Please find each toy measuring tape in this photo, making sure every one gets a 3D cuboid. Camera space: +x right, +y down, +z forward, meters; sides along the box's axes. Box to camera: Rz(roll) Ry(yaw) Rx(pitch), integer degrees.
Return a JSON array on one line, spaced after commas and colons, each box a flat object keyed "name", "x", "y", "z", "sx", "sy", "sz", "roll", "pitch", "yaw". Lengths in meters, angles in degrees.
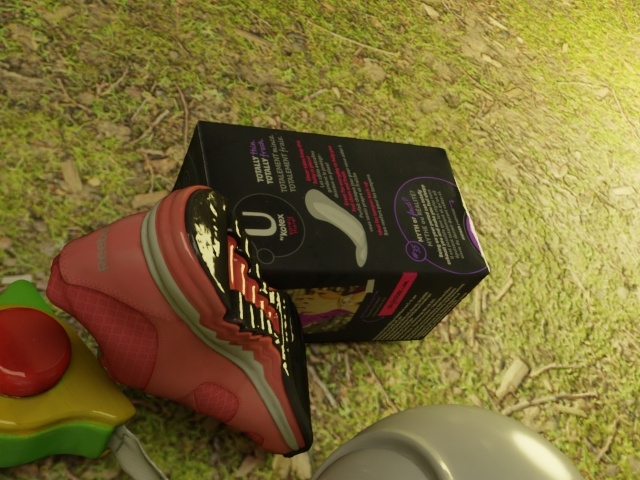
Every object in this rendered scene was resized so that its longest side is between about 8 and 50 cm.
[{"name": "toy measuring tape", "x": -0.192, "y": 0.151, "z": 0.540, "sx": 0.121, "sy": 0.121, "sz": 0.330, "roll": -30, "pitch": 70, "yaw": -39}]

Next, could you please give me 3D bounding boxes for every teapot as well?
[{"name": "teapot", "x": 0.069, "y": 0.222, "z": 0.529, "sx": 0.187, "sy": 0.256, "sz": 0.252, "roll": 31, "pitch": 6, "yaw": -36}]

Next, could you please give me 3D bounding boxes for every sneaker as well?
[{"name": "sneaker", "x": -0.095, "y": 0.079, "z": 0.585, "sx": 0.136, "sy": 0.314, "sz": 0.116, "roll": -13, "pitch": 49, "yaw": 9}]

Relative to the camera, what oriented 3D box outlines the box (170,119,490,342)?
[{"name": "box", "x": 0.000, "y": 0.000, "z": 0.739, "sx": 0.270, "sy": 0.143, "sz": 0.165, "roll": 3, "pitch": 55, "yaw": -25}]
